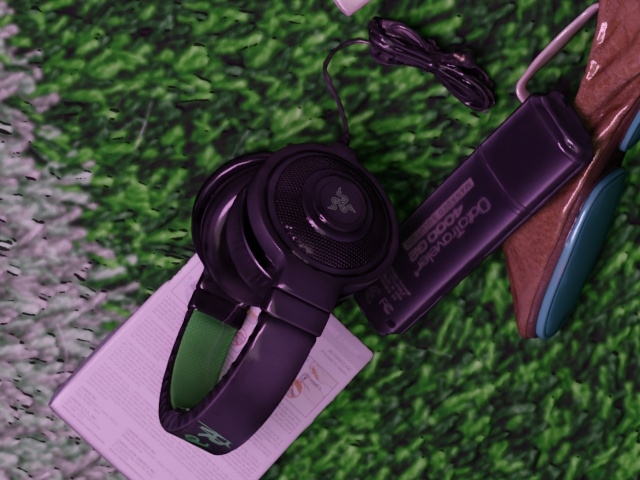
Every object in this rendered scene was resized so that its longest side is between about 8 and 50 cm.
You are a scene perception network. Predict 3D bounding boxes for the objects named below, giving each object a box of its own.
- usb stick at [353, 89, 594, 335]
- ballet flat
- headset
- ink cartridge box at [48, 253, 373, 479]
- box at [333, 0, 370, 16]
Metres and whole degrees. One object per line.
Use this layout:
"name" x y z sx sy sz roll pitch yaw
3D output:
"usb stick" 0.122 -0.018 1.494 0.278 0.045 0.077 -46 68 37
"ballet flat" 0.210 -0.084 1.494 0.124 0.116 0.342 31 117 19
"headset" 0.000 0.000 1.479 0.185 0.243 0.394 26 81 -16
"ink cartridge box" -0.099 0.126 1.613 0.189 0.066 0.232 44 82 -9
"box" 0.105 -0.303 1.439 0.275 0.113 0.094 -36 100 11
